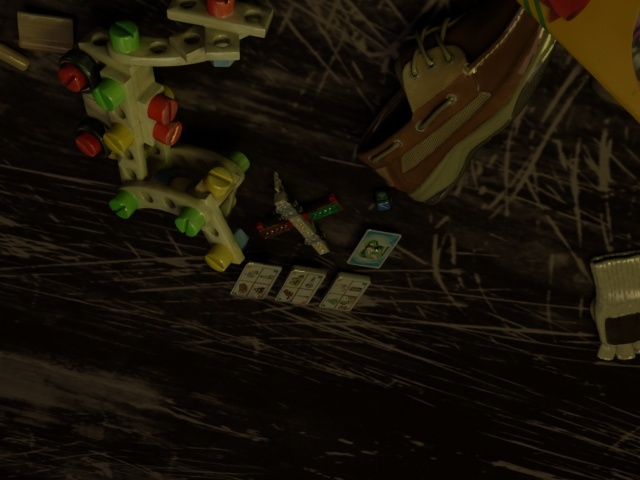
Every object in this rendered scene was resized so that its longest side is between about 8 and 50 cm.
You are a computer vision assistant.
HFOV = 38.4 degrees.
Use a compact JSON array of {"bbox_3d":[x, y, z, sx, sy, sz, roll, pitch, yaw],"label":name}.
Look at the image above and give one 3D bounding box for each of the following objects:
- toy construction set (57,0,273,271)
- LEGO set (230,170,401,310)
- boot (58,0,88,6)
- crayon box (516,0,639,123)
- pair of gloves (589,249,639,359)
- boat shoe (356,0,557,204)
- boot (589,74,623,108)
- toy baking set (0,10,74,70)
[{"bbox_3d":[-0.161,-0.130,1.001,0.215,0.151,0.327,27,132,16],"label":"toy construction set"},{"bbox_3d":[0.000,0.000,1.214,0.182,0.060,0.244,9,141,-19],"label":"LEGO set"},{"bbox_3d":[-0.240,-0.384,0.788,0.223,0.118,0.338,-28,132,24],"label":"boot"},{"bbox_3d":[0.267,-0.226,0.714,0.318,0.081,0.202,45,119,2],"label":"crayon box"},{"bbox_3d":[0.482,0.086,1.217,0.240,0.042,0.204,-5,136,13],"label":"pair of gloves"},{"bbox_3d":[0.134,-0.162,0.945,0.120,0.122,0.324,22,135,-10],"label":"boat shoe"},{"bbox_3d":[0.373,-0.195,0.838,0.263,0.091,0.229,3,159,8],"label":"boot"},{"bbox_3d":[-0.360,-0.285,0.956,0.256,0.030,0.197,25,130,-26],"label":"toy baking set"}]
